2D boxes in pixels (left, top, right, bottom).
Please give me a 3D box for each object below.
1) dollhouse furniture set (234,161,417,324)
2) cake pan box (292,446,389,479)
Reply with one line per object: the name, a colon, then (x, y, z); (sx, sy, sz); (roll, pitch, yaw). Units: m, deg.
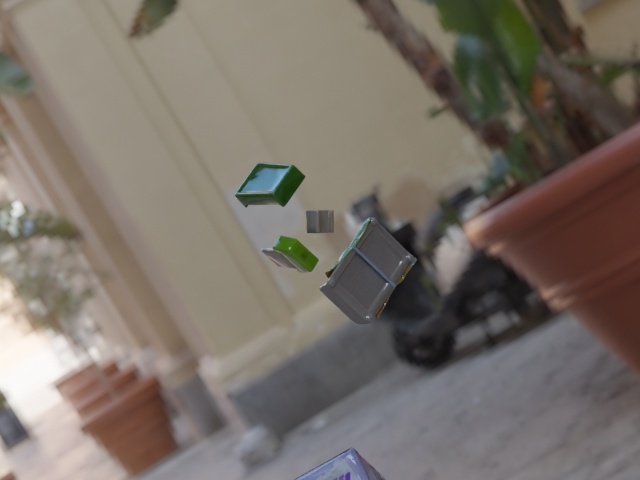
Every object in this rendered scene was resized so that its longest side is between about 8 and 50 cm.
dollhouse furniture set: (0.000, 0.000, 1.459); (0.058, 0.151, 0.076); (4, 55, 57)
cake pan box: (0.085, 0.321, 1.460); (0.070, 0.246, 0.267); (-31, -30, 4)
